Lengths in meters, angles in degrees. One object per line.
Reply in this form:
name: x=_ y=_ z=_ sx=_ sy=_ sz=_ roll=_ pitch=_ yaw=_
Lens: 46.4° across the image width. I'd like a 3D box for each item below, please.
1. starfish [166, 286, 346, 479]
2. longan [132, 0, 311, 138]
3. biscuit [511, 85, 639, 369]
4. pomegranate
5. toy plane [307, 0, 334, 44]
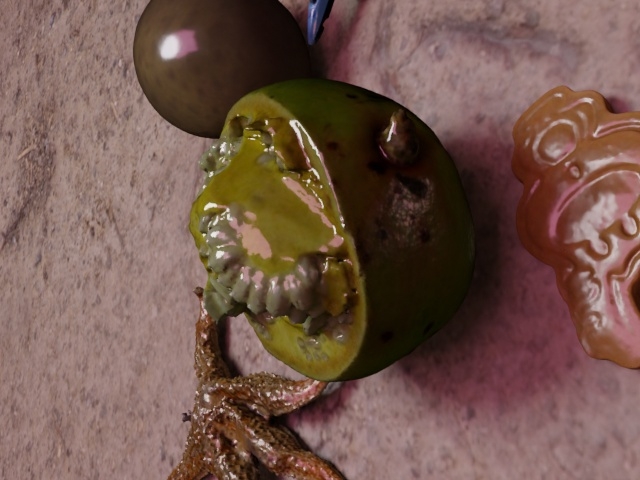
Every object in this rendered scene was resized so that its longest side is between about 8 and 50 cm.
starfish: x=-0.093 y=0.223 z=0.810 sx=0.293 sy=0.084 sz=0.301 roll=12 pitch=84 yaw=49
longan: x=-0.118 y=-0.213 z=0.875 sx=0.220 sy=0.196 sz=0.196 roll=20 pitch=94 yaw=44
biscuit: x=0.223 y=-0.025 z=0.583 sx=0.144 sy=0.040 sz=0.236 roll=-39 pitch=56 yaw=26
pomegranate: x=0.000 y=0.000 z=0.677 sx=0.340 sy=0.260 sz=0.260 roll=131 pitch=138 yaw=-66
toy plane: x=0.033 y=-0.337 z=0.835 sx=0.169 sy=0.078 sz=0.246 roll=20 pitch=101 yaw=47
